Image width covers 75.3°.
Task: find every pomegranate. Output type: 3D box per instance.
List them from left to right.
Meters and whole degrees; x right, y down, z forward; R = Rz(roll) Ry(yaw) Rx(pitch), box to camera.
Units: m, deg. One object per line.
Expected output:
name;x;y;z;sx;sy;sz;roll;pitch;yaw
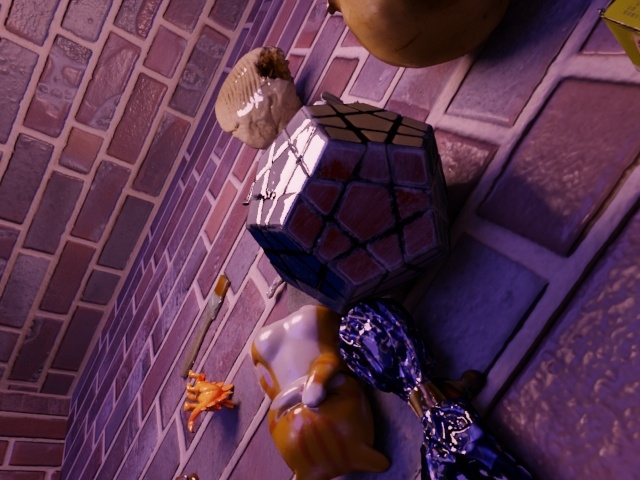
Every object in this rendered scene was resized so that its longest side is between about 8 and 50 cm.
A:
pomegranate;0.152;-0.446;0.648;0.332;0.332;0.333;-33;46;42

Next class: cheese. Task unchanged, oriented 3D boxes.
cheese;-0.079;0.067;0.954;0.162;0.036;0.086;-56;33;17

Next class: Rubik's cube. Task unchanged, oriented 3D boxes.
Rubik's cube;0.047;-0.051;0.626;0.264;0.319;0.319;-51;26;-23

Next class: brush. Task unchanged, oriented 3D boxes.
brush;-0.355;0.264;1.256;0.085;0.020;0.337;27;94;58

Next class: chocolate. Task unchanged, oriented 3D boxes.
chocolate;0.139;0.206;0.486;0.148;0.126;0.343;-24;40;-9

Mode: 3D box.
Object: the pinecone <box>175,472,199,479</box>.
pinecone;-0.233;0.548;0.743;0.202;0.201;0.229;-28;52;40

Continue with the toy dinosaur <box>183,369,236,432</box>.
toy dinosaur;-0.254;0.365;0.963;0.288;0.117;0.071;-173;90;-73

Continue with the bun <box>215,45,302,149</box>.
bun;-0.162;-0.385;1.199;0.281;0.204;0.282;-20;55;32

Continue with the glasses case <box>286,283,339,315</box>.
glasses case;0.000;0.000;0.843;0.131;0.074;0.323;-27;50;44

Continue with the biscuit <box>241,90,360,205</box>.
biscuit;-0.036;-0.187;0.929;0.309;0.186;0.079;-46;75;28

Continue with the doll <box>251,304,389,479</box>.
doll;-0.015;0.230;0.652;0.166;0.162;0.270;-29;36;8

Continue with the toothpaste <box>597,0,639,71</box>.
toothpaste;0.385;-0.139;0.327;0.077;0.110;0.327;-51;36;27
